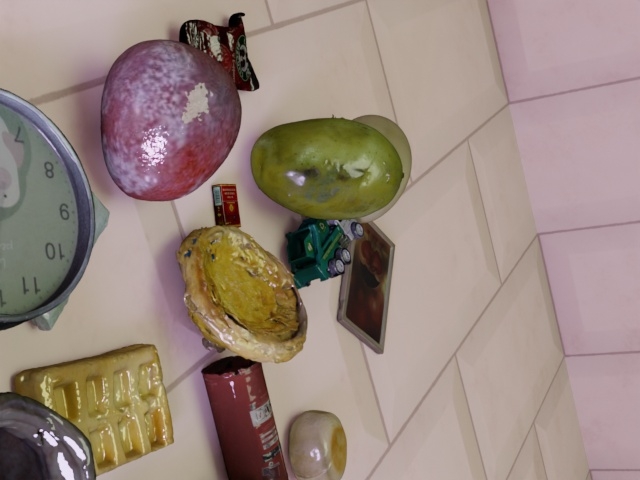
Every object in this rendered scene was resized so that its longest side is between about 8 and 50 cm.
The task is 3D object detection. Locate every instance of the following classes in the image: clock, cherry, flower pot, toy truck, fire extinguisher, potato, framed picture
[{"bbox_3d":[-0.423,-0.043,1.173,0.319,0.066,0.319,23,60,-49],"label":"clock"},{"bbox_3d":[-0.230,-0.198,1.448,0.236,0.213,0.285,36,62,-42],"label":"cherry"},{"bbox_3d":[-0.394,0.313,1.031,0.302,0.213,0.302,22,64,-56],"label":"flower pot"},{"bbox_3d":[0.000,0.000,1.919,0.116,0.110,0.216,57,37,-19],"label":"toy truck"},{"bbox_3d":[-0.102,0.369,1.603,0.106,0.147,0.337,-23,103,-46],"label":"fire extinguisher"},{"bbox_3d":[0.015,-0.139,1.836,0.304,0.216,0.216,-8,90,-29],"label":"potato"},{"bbox_3d":[0.109,0.093,2.176,0.211,0.020,0.290,43,48,-48],"label":"framed picture"}]

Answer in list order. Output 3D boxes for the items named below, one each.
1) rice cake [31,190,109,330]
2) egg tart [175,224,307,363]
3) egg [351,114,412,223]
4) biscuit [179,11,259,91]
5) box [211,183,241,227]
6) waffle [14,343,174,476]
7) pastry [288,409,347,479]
[{"bbox_3d":[-0.368,0.015,1.323,0.085,0.040,0.226,54,40,-40],"label":"rice cake"},{"bbox_3d":[-0.150,0.103,1.597,0.291,0.107,0.291,34,34,-27],"label":"egg tart"},{"bbox_3d":[0.103,-0.157,2.051,0.188,0.188,0.254,44,56,-48],"label":"egg"},{"bbox_3d":[-0.181,-0.340,1.720,0.235,0.063,0.151,-35,125,-63],"label":"biscuit"},{"bbox_3d":[-0.172,-0.062,1.707,0.051,0.023,0.082,-5,87,-60],"label":"box"},{"bbox_3d":[-0.315,0.248,1.343,0.274,0.057,0.168,-7,89,-60],"label":"waffle"},{"bbox_3d":[0.000,0.410,1.835,0.156,0.092,0.156,-3,90,-67],"label":"pastry"}]
